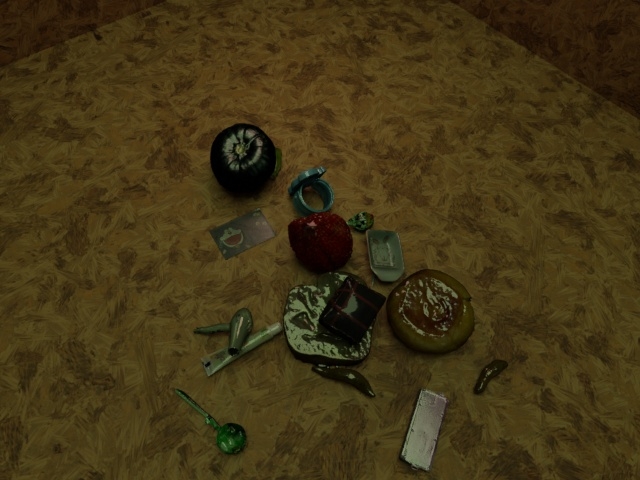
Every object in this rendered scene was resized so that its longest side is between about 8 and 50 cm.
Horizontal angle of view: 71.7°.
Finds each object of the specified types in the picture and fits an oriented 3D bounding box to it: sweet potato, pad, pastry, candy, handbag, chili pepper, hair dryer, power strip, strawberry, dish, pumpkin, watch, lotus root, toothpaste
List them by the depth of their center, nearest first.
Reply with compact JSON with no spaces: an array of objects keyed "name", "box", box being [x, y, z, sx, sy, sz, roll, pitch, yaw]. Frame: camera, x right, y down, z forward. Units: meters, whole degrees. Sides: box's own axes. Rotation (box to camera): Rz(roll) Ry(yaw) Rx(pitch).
[{"name":"candy","box":[-0.385,0.606,1.509,0.323,0.097,0.097,30,62,23]},{"name":"power strip","box":[0.363,0.657,1.545,0.109,0.037,0.279,22,61,9]},{"name":"handbag","box":[0.109,0.247,1.586,0.169,0.155,0.215,36,70,-3]},{"name":"sweet potato","box":[0.089,0.493,1.606,0.249,0.069,0.059,19,21,7]},{"name":"hair dryer","box":[-0.346,0.346,1.610,0.225,0.088,0.219,-18,27,-11]},{"name":"toothpaste","box":[-0.286,0.393,1.644,0.314,0.058,0.056,-26,101,-15]},{"name":"sweet potato","box":[0.629,0.499,1.650,0.182,0.054,0.053,-36,59,-20]},{"name":"lotus root","box":[0.044,0.307,1.691,0.390,0.111,0.375,-33,72,-23]},{"name":"pastry","box":[0.424,0.272,1.709,0.356,0.164,0.356,4,63,-7]},{"name":"strawberry","box":[0.000,0.000,1.759,0.250,0.288,0.238,-24,73,5]},{"name":"dish","box":[0.264,0.070,1.855,0.154,0.064,0.234,5,58,-14]},{"name":"pad","box":[-0.336,-0.033,1.914,0.245,0.006,0.170,-27,65,-18]},{"name":"candy","box":[0.084,-0.070,1.940,0.305,0.083,0.091,-9,23,1]},{"name":"watch","box":[-0.029,-0.205,1.951,0.211,0.211,0.193,-27,86,-18]},{"name":"pumpkin","box":[-0.345,-0.362,1.978,0.315,0.238,0.315,-1,75,6]},{"name":"chili pepper","box":[-0.210,-0.375,2.100,0.052,0.050,0.201,27,51,-32]}]

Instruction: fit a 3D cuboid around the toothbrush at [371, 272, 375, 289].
[{"name":"toothbrush","box":[0.223,0.157,1.839,0.011,0.014,0.167,23,59,-11]}]
